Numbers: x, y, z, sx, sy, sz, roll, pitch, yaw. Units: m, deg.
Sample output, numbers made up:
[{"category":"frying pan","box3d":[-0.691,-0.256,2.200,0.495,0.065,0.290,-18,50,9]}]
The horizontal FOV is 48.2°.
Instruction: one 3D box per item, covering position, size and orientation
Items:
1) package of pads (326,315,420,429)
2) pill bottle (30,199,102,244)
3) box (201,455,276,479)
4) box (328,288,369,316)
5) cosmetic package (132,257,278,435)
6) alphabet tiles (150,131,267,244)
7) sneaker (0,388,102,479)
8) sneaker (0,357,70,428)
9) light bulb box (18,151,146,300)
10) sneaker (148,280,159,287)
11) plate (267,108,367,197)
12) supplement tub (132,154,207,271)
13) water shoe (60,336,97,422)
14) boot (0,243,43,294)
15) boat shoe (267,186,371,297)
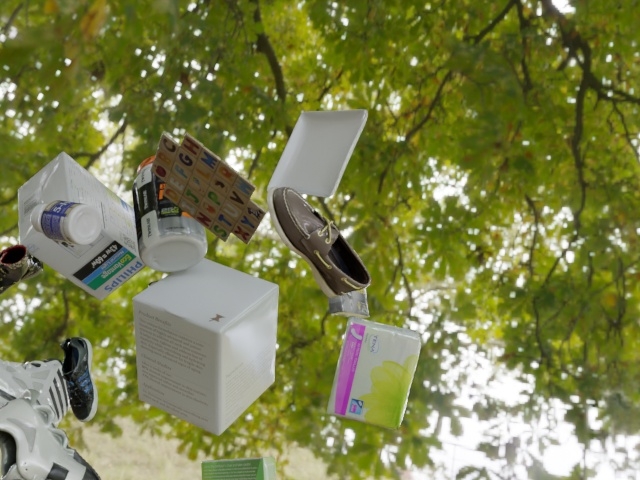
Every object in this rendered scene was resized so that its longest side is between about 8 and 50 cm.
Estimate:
[{"category":"package of pads","box3d":[0.161,0.391,2.115,0.229,0.296,0.101,13,-1,2]},{"category":"pill bottle","box3d":[-0.699,-0.052,1.952,0.186,0.112,0.112,8,-29,32]},{"category":"box","box3d":[-0.214,0.749,1.914,0.232,0.322,0.058,-14,-16,33]},{"category":"box","box3d":[0.096,0.179,2.547,0.056,0.183,0.231,-14,-17,25]},{"category":"cosmetic package","box3d":[-0.355,0.324,2.259,0.329,0.327,0.394,18,-60,24]},{"category":"alphabet tiles","box3d":[-0.307,-0.135,1.931,0.342,0.011,0.285,38,-38,0]},{"category":"sneaker","box3d":[-0.550,0.469,1.418,0.330,0.146,0.122,51,-56,4]},{"category":"sneaker","box3d":[-0.953,0.411,2.160,0.447,0.257,0.169,42,-57,-4]},{"category":"light bulb box","box3d":[-0.817,-0.048,2.458,0.225,0.358,0.361,-37,-49,8]},{"category":"sneaker","box3d":[-0.518,0.216,2.355,0.080,0.081,0.211,-6,-46,0]},{"category":"plate","box3d":[-0.004,-0.243,2.034,0.278,0.277,0.045,9,-19,46]},{"category":"supplement tub","box3d":[-0.473,-0.089,2.219,0.207,0.338,0.207,-12,-32,-7]},{"category":"water shoe","box3d":[-0.587,0.332,1.703,0.073,0.203,0.080,-15,-15,18]},{"category":"boot","box3d":[-1.002,0.096,2.236,0.236,0.085,0.178,-27,-13,-16]},{"category":"boat shoe","box3d":[0.000,0.000,1.543,0.096,0.116,0.324,-13,-51,29]}]
